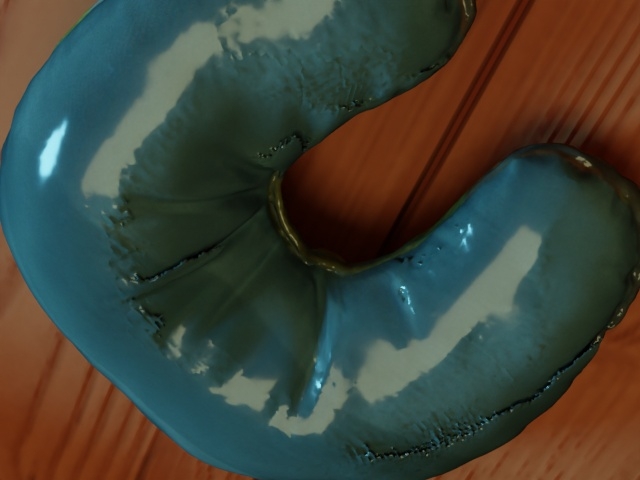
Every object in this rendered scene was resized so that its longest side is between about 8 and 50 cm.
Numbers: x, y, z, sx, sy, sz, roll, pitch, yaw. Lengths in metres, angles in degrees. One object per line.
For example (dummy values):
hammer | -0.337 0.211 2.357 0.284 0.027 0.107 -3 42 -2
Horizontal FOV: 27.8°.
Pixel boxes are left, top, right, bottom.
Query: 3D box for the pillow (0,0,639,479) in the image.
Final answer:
pillow | 0.000 0.000 0.470 0.214 0.086 0.233 -31 114 24
